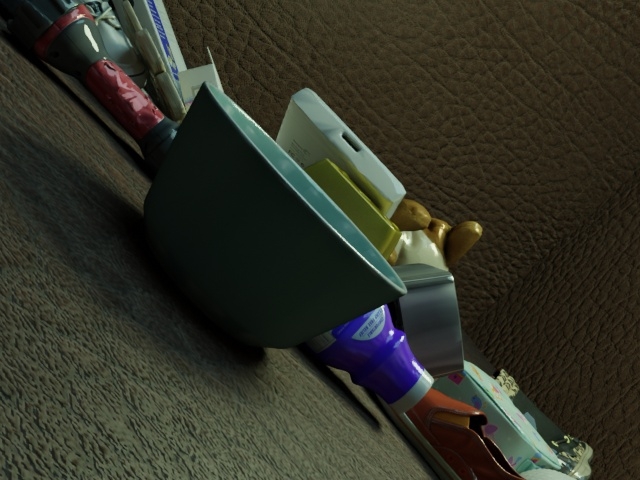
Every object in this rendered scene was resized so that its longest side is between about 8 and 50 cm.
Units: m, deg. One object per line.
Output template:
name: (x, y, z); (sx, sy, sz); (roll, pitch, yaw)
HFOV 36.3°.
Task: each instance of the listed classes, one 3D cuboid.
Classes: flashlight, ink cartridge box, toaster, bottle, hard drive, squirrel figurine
flashlight: (-0.273, -0.201, 1.294); (0.304, 0.103, 0.103); (48, 43, -8)
ink cartridge box: (-0.190, -0.215, 1.654); (0.115, 0.067, 0.198); (78, -3, -65)
toaster: (0.142, 0.126, 1.522); (0.185, 0.110, 0.168); (-161, -118, -77)
bottle: (0.026, 0.101, 1.258); (0.283, 0.118, 0.092); (47, -34, -2)
ink cartridge box: (-0.304, -0.365, 1.769); (0.165, 0.065, 0.333); (-25, 96, -84)
hard drive: (0.002, -0.066, 1.637); (0.233, 0.047, 0.353); (47, -30, 12)
squirrel figurine: (0.073, -0.016, 2.042); (0.370, 0.281, 0.397); (34, -5, -16)

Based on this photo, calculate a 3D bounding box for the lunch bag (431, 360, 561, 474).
lunch bag: (0.304, 0.336, 1.705); (0.224, 0.108, 0.279); (54, 9, 34)

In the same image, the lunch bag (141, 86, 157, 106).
lunch bag: (-0.304, -0.233, 1.516); (0.083, 0.053, 0.071); (58, 10, 14)

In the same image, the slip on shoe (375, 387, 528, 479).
slip on shoe: (0.181, 0.262, 1.351); (0.331, 0.101, 0.123); (48, 7, 32)

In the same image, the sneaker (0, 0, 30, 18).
sneaker: (-0.430, -0.409, 1.409); (0.319, 0.131, 0.112); (49, 6, 29)

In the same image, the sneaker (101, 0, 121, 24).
sneaker: (-0.415, -0.439, 1.940); (0.118, 0.110, 0.292); (53, 0, -42)

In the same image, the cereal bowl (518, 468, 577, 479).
cereal bowl: (0.410, 0.462, 1.428); (0.339, 0.141, 0.339); (46, 5, -5)

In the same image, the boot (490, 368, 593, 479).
boot: (0.454, 0.417, 2.149); (0.284, 0.138, 0.377); (47, 11, 8)

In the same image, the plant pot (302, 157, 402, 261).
plant pot: (0.000, 0.000, 1.418); (0.212, 0.187, 0.212); (47, 6, 8)

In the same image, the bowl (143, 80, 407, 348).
bowl: (-0.069, -0.004, 1.049); (0.311, 0.163, 0.311); (45, 6, -6)

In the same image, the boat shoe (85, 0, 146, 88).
boat shoe: (-0.346, -0.324, 1.468); (0.096, 0.088, 0.267); (-15, 49, -35)

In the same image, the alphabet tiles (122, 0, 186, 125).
alphabet tiles: (-0.249, -0.229, 1.535); (0.278, 0.021, 0.284); (64, -9, 1)
